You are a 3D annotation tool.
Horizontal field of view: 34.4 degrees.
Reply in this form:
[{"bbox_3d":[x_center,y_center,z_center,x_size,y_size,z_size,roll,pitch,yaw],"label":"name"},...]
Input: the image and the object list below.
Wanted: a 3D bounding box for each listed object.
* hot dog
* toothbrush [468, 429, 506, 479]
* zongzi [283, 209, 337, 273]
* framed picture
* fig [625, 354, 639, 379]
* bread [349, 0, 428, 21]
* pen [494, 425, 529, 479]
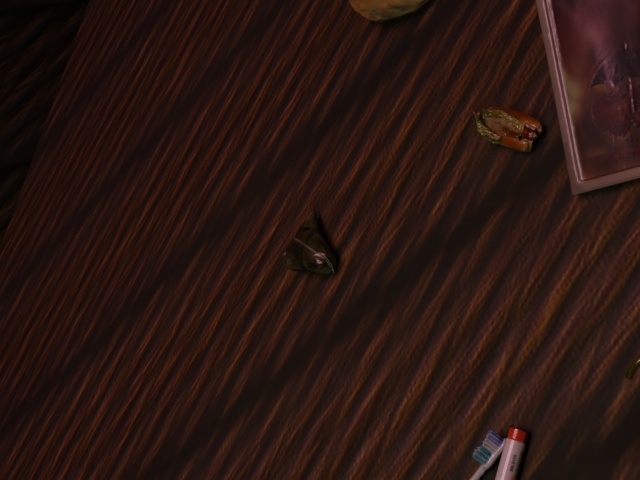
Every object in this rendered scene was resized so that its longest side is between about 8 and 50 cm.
[{"bbox_3d":[0.257,-0.159,1.440,0.133,0.041,0.056,34,96,54],"label":"hot dog"},{"bbox_3d":[0.136,0.357,1.294,0.304,0.030,0.030,-55,37,15],"label":"toothbrush"},{"bbox_3d":[0.000,0.000,1.665,0.104,0.052,0.113,8,62,45],"label":"zongzi"},{"bbox_3d":[0.374,-0.219,1.259,0.211,0.020,0.290,-15,80,45],"label":"framed picture"},{"bbox_3d":[0.377,0.129,1.072,0.082,0.098,0.084,-76,9,-55],"label":"fig"},{"bbox_3d":[0.117,-0.492,1.740,0.244,0.134,0.245,-31,47,41],"label":"bread"},{"bbox_3d":[0.204,0.336,1.218,0.028,0.028,0.239,2,70,52],"label":"pen"}]
